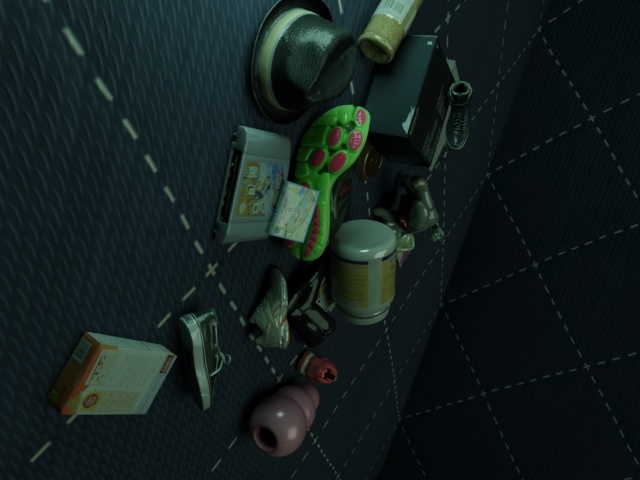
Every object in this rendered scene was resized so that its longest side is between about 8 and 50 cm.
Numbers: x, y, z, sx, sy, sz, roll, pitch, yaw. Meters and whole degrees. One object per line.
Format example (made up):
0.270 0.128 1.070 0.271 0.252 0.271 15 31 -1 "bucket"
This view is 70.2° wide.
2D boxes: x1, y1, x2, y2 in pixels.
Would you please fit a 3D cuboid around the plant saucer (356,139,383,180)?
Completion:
0.189 -0.298 1.685 0.168 0.029 0.168 -36 137 -43 "plant saucer"

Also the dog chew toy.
-0.112 0.633 1.672 0.332 0.207 0.206 -24 130 -60 "dog chew toy"

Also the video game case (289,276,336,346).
-0.034 0.256 1.687 0.210 0.042 0.232 -52 147 -23 "video game case"

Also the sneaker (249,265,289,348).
-0.159 0.209 1.400 0.099 0.121 0.262 -165 -106 -82 "sneaker"

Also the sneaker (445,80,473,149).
0.488 -0.450 1.614 0.163 0.086 0.226 18 79 -73 "sneaker"

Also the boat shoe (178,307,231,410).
-0.304 0.316 1.215 0.105 0.113 0.306 -19 117 -35 "boat shoe"

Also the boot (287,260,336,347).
-0.018 0.219 1.549 0.207 0.094 0.246 46 73 -25 "boot"

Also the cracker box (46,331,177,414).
-0.450 0.300 1.010 0.155 0.067 0.232 -62 149 -7 "cracker box"

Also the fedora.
-0.018 -0.436 1.125 0.334 0.153 0.333 -37 138 -42 "fedora"

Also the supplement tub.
0.154 0.116 1.661 0.241 0.241 0.331 -37 135 -42 "supplement tub"

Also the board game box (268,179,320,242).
-0.072 -0.078 1.256 0.104 0.026 0.154 15 98 -28 "board game box"

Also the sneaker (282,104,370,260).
0.014 -0.177 1.379 0.482 0.185 0.202 -68 169 8 "sneaker"

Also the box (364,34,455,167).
0.311 -0.473 1.584 0.313 0.179 0.342 23 84 -62 "box"

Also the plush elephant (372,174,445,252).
0.340 -0.090 1.894 0.256 0.272 0.329 -28 106 1 "plush elephant"

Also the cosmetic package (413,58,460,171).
0.478 -0.524 1.934 0.377 0.098 0.284 -64 152 -6 "cosmetic package"

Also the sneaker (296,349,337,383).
0.014 0.551 1.873 0.115 0.136 0.314 -60 150 -10 "sneaker"

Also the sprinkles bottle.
0.243 -0.718 1.391 0.355 0.121 0.121 -61 150 -9 "sprinkles bottle"

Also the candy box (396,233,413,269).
0.370 0.005 2.146 0.159 0.071 0.233 -53 147 -23 "candy box"

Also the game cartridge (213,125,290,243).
-0.169 -0.138 1.186 0.198 0.062 0.296 -5 114 -53 "game cartridge"
